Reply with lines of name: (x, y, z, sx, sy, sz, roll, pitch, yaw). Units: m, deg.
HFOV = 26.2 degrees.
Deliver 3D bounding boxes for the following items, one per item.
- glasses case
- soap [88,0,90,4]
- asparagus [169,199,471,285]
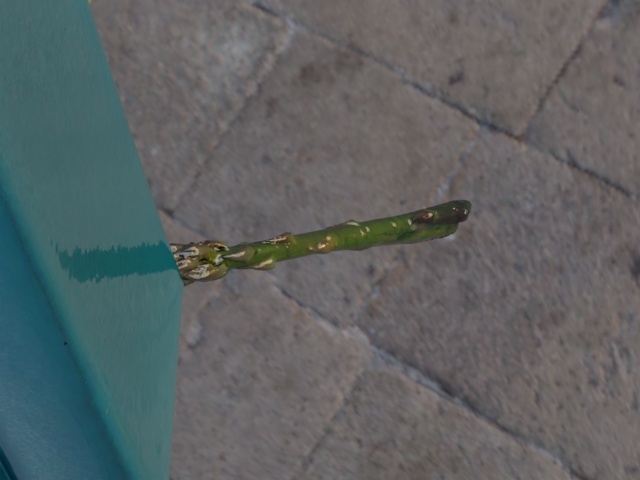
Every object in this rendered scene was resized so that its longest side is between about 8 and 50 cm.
glasses case: (-0.101, -0.035, 0.375, 0.070, 0.301, 0.117, -5, 48, 4)
soap: (-0.339, -0.301, 0.904, 0.115, 0.427, 0.306, -24, 72, 52)
asparagus: (0.000, 0.000, 0.667, 0.023, 0.233, 0.022, 6, 100, 42)
